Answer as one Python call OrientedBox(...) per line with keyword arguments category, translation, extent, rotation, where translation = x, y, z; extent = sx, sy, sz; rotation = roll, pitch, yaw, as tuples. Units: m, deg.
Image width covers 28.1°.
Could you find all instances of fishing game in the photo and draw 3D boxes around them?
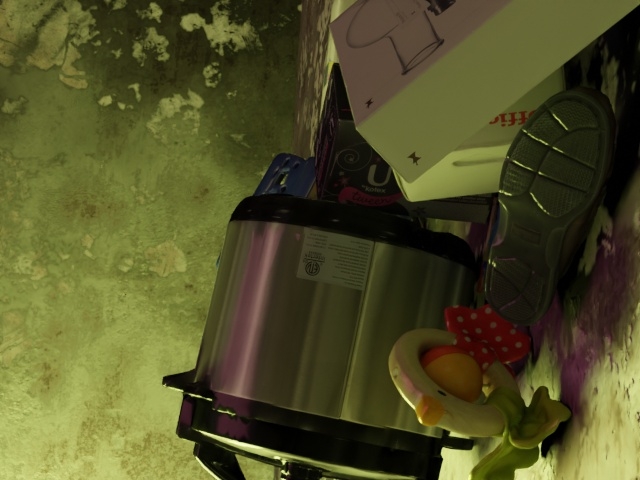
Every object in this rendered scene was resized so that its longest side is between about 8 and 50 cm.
OrientedBox(category="fishing game", translation=(0.242, -0.013, 1.636), extent=(0.264, 0.041, 0.189), rotation=(96, -175, -82))

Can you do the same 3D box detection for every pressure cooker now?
OrientedBox(category="pressure cooker", translation=(0.004, 0.172, 1.781), extent=(0.370, 0.375, 0.420), rotation=(3, 79, 46))

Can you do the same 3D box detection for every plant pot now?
OrientedBox(category="plant pot", translation=(0.000, 0.000, 2.099), extent=(0.236, 0.236, 0.212), rotation=(-62, 16, -10))

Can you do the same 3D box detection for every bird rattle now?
OrientedBox(category="bird rattle", translation=(0.177, 0.157, 1.500), extent=(0.143, 0.207, 0.253), rotation=(-55, 34, 34))

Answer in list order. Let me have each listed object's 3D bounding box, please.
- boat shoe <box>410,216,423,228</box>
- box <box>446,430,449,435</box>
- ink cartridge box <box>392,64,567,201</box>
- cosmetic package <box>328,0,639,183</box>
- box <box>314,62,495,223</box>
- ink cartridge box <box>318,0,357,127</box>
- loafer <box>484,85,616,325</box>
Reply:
OrientedBox(category="boat shoe", translation=(0.153, -0.025, 2.218), extent=(0.049, 0.043, 0.137), rotation=(109, 163, -47))
OrientedBox(category="box", translation=(0.154, 0.306, 2.011), extent=(0.207, 0.036, 0.114), rotation=(107, 166, -51))
OrientedBox(category="ink cartridge box", translation=(0.186, -0.199, 1.525), extent=(0.117, 0.207, 0.283), rotation=(63, -155, -58))
OrientedBox(category="cosmetic package", translation=(0.188, -0.260, 1.308), extent=(0.377, 0.097, 0.284), rotation=(-39, 28, 15))
OrientedBox(category="box", translation=(0.126, -0.132, 1.797), extent=(0.142, 0.247, 0.163), rotation=(-93, 12, -49))
OrientedBox(category="ink cartridge box", translation=(0.114, -0.289, 2.107), extent=(0.119, 0.207, 0.353), rotation=(-178, 95, -84))
OrientedBox(category="loafer", translation=(0.256, -0.045, 1.406), extent=(0.095, 0.109, 0.302), rotation=(-36, -32, -46))
